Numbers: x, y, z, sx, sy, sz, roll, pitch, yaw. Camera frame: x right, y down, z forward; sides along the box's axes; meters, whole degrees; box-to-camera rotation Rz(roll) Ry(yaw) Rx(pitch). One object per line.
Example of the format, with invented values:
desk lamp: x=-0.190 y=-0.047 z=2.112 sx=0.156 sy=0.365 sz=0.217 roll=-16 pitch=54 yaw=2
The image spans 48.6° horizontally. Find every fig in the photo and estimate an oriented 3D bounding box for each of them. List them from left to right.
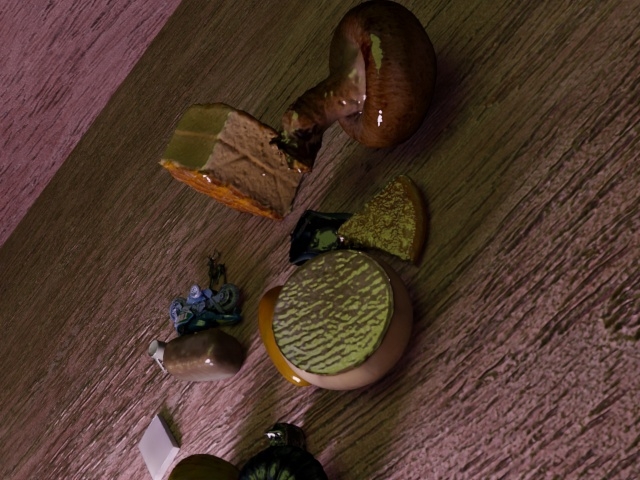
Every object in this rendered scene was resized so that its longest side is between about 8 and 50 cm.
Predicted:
fig: x=-0.190 y=0.497 z=1.458 sx=0.259 sy=0.151 sz=0.151 roll=-21 pitch=49 yaw=15

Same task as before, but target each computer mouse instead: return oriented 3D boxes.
computer mouse: x=0.000 y=0.000 z=1.564 sx=0.233 sy=0.096 sz=0.137 roll=-1 pitch=67 yaw=49

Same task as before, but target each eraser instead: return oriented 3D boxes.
eraser: x=-0.410 y=0.523 z=1.789 sx=0.104 sy=0.023 sz=0.150 roll=-59 pitch=35 yaw=4

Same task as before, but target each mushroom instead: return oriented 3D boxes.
mushroom: x=0.067 y=-0.339 z=1.524 sx=0.331 sy=0.356 sz=0.334 roll=-81 pitch=-11 yaw=-67

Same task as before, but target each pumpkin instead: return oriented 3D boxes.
pumpkin: x=-0.067 y=0.471 z=1.287 sx=0.194 sy=0.194 sz=0.150 roll=-49 pitch=7 yaw=17

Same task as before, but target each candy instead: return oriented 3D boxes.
candy: x=-0.289 y=0.284 z=1.731 sx=0.234 sy=0.104 sz=0.102 roll=-20 pitch=48 yaw=43

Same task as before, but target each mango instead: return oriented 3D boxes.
mango: x=-0.057 y=0.194 z=1.493 sx=0.138 sy=0.113 sz=0.253 roll=-36 pitch=48 yaw=14

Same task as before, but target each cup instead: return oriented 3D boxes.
cup: x=-0.415 y=0.307 z=1.885 sx=0.054 sy=0.083 sz=0.075 roll=22 pitch=86 yaw=53

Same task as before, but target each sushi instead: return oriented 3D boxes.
sushi: x=-0.067 y=0.404 z=1.393 sx=0.056 sy=0.084 sz=0.083 roll=-24 pitch=49 yaw=40

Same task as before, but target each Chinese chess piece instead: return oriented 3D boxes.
Chinese chess piece: x=0.041 y=0.147 z=1.340 sx=0.270 sy=0.112 sz=0.270 roll=-13 pitch=58 yaw=22

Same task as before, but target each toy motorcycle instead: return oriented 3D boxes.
toy motorcycle: x=-0.300 y=0.191 z=1.819 sx=0.254 sy=0.092 sz=0.136 roll=-18 pitch=63 yaw=33

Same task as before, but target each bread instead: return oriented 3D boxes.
bread: x=-0.221 y=-0.203 z=1.813 sx=0.279 sy=0.279 sz=0.207 roll=17 pitch=81 yaw=54

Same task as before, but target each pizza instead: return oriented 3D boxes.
pizza: x=0.128 y=-0.036 z=1.445 sx=0.193 sy=0.053 sz=0.201 roll=-5 pitch=67 yaw=26

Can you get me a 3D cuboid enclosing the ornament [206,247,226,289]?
ornament: x=-0.282 y=0.073 z=1.924 sx=0.073 sy=0.028 sz=0.125 roll=-33 pitch=47 yaw=35
